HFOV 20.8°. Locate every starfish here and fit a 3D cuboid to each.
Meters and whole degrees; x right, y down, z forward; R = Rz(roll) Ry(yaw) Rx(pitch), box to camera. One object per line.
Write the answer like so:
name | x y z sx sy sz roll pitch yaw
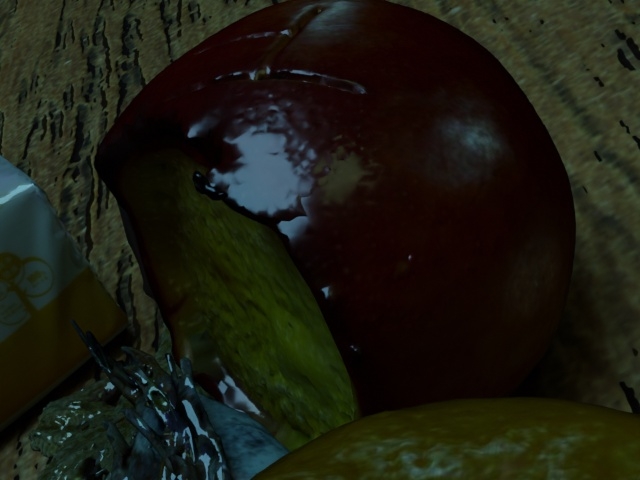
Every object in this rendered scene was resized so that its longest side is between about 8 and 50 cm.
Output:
starfish | -0.089 0.079 0.834 0.150 0.053 0.210 -16 28 24

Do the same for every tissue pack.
tissue pack | -0.245 0.053 0.977 0.225 0.124 0.185 -38 24 -11

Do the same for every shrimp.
shrimp | -0.047 0.099 0.683 0.079 0.090 0.233 -34 47 -10

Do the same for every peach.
peach | 0.000 0.000 0.716 0.190 0.196 0.226 -58 9 31

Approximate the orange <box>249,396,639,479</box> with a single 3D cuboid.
orange | 0.025 0.153 0.422 0.249 0.183 0.249 -10 25 5
